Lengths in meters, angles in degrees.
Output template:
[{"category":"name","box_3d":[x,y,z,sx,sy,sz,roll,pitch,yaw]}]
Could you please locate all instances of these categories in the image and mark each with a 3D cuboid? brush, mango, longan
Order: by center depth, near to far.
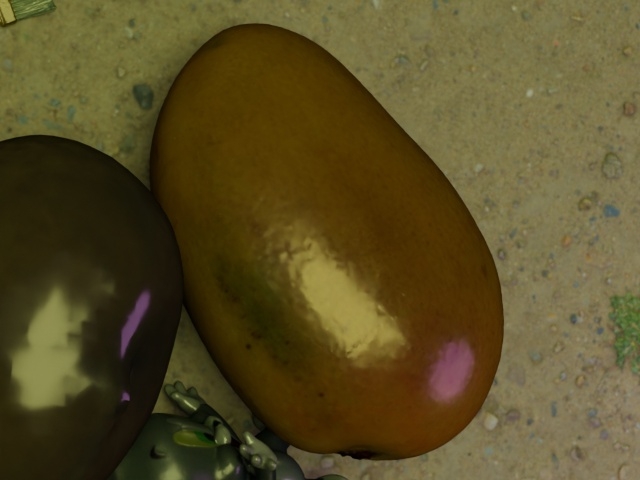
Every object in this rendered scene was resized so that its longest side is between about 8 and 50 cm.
[{"category":"longan","box_3d":[-0.258,0.080,1.627,0.288,0.288,0.350,13,75,-18]},{"category":"mango","box_3d":[0.000,0.000,1.746,0.300,0.232,0.446,-24,86,-31]},{"category":"brush","box_3d":[-0.359,-0.227,1.749,0.205,0.011,0.083,-20,95,-18]}]

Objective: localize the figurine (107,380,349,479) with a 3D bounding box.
[{"category":"figurine","box_3d":[-0.101,0.219,1.760,0.265,0.193,0.140,27,104,-44]}]
